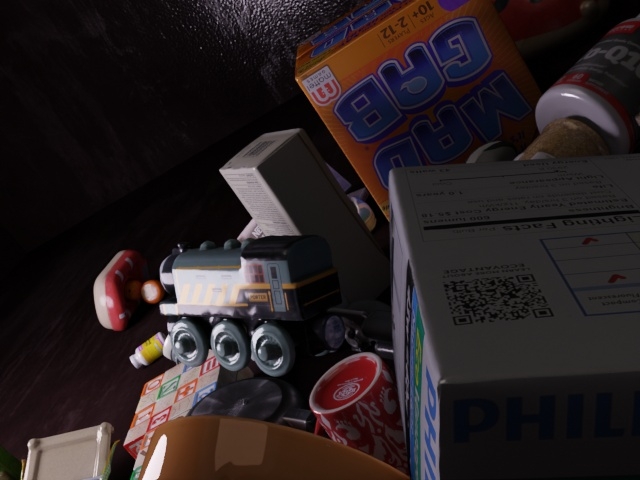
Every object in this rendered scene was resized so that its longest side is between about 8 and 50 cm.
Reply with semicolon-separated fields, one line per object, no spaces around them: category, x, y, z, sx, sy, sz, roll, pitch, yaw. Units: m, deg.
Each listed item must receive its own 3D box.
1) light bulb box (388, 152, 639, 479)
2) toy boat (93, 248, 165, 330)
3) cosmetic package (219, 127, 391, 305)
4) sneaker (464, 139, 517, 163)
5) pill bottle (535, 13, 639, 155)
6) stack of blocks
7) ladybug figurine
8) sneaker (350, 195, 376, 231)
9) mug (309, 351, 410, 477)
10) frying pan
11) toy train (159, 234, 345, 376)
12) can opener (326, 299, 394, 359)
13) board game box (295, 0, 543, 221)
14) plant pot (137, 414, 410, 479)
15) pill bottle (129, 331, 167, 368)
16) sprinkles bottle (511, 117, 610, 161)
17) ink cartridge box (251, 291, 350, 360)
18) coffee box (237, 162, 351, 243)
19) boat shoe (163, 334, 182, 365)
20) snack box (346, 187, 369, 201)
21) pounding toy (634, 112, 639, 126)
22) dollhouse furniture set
light bulb box;0.239;0.090;0.609;0.358;0.225;0.361;-3;24;3
toy boat;-0.462;0.126;1.994;0.151;0.151;0.231;2;30;11
cosmetic package;-0.019;-0.030;1.356;0.113;0.309;0.160;-42;22;-19
sneaker;0.272;-0.065;1.315;0.108;0.100;0.271;4;44;39
pill bottle;0.489;-0.251;1.275;0.283;0.161;0.161;-43;21;-21
stack of blocks;-0.206;0.295;1.229;0.171;0.087;0.297;-30;20;12
ladybug figurine;0.504;-0.555;1.950;0.305;0.162;0.449;-40;21;-17
sneaker;0.000;0.000;1.588;0.237;0.086;0.085;-37;21;-2
mug;0.056;0.222;0.862;0.150;0.169;0.113;-33;20;2
frying pan;-0.063;0.249;1.023;0.197;0.053;0.326;-32;25;-35
toy train;-0.110;0.089;1.192;0.334;0.190;0.142;-2;9;39
can opener;0.111;0.119;1.153;0.095;0.076;0.283;-46;24;-26
board game box;0.195;-0.301;1.567;0.356;0.356;0.356;-31;20;12
plant pot;-0.047;0.312;0.708;0.291;0.291;0.203;-17;43;40
pill bottle;-0.357;0.232;1.677;0.083;0.043;0.043;-36;20;-4
sprinkles bottle;0.279;-0.032;1.166;0.355;0.121;0.121;-42;21;-22
ink cartridge box;-0.065;0.112;1.332;0.208;0.153;0.087;-14;25;43
coffee box;-0.049;-0.061;1.661;0.141;0.098;0.246;-50;-2;30
boat shoe;-0.166;0.142;1.557;0.099;0.116;0.319;29;46;20
snack box;0.050;-0.052;1.720;0.064;0.022;0.178;-20;24;34
pounding toy;0.559;-0.214;1.083;0.269;0.155;0.154;-22;18;33
dollhouse furniture set;-0.461;0.443;1.331;0.302;0.151;0.197;-14;44;6
